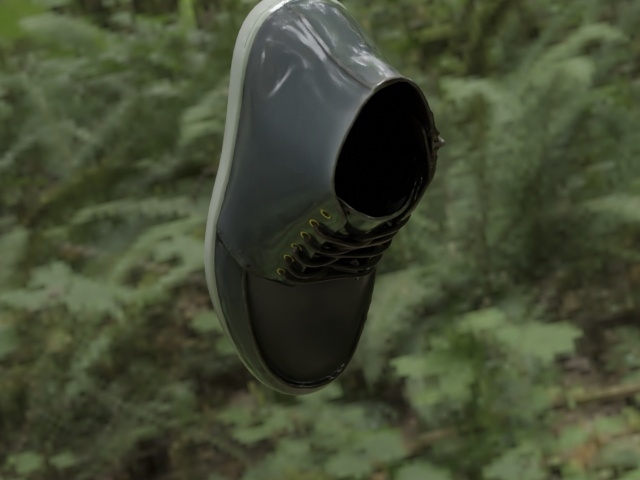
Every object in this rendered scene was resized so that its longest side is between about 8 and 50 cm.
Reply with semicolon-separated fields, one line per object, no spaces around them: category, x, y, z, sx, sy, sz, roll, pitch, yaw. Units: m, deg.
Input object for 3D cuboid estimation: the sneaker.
sneaker;0.000;0.000;0.888;0.083;0.222;0.118;-12;31;-20
